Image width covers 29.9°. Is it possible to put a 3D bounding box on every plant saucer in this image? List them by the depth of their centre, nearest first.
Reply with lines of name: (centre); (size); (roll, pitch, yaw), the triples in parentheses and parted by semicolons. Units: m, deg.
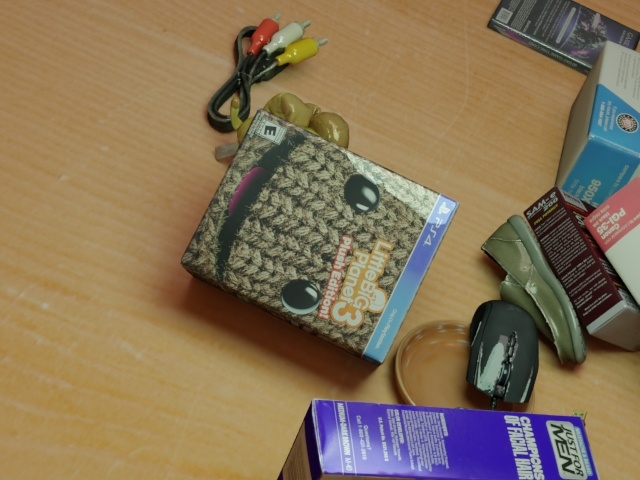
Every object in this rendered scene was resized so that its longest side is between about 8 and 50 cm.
plant saucer: (0.192, 0.195, 1.628); (0.200, 0.037, 0.200); (11, 46, -12)

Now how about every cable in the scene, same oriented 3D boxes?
cable: (-0.114, -0.288, 1.949); (0.139, 0.072, 0.287); (29, 45, 15)

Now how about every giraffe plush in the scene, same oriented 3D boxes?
giraffe plush: (-0.029, -0.140, 1.803); (0.170, 0.181, 0.210); (-10, 17, -41)

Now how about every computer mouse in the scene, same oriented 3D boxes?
computer mouse: (0.280, 0.179, 1.607); (0.184, 0.060, 0.262); (23, 45, 2)

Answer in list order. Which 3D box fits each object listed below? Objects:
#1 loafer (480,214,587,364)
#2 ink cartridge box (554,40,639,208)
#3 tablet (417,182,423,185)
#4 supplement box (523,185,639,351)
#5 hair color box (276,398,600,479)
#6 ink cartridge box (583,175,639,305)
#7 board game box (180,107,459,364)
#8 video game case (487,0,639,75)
loafer: (0.312, 0.082, 1.760); (0.087, 0.094, 0.251); (-28, 58, 7)
ink cartridge box: (0.615, -0.131, 2.005); (0.395, 0.166, 0.285); (22, 45, 1)
tablet: (0.138, -0.064, 1.877); (0.083, 0.006, 0.054); (-14, 55, -30)
supplement box: (0.410, 0.041, 1.797); (0.130, 0.073, 0.239); (21, 35, -44)
hair color box: (0.133, 0.288, 1.412); (0.338, 0.185, 0.110); (5, 47, -16)
ink cartridge box: (0.533, 0.063, 1.736); (0.207, 0.117, 0.283); (18, 38, -51)
board game box: (0.000, 0.000, 1.589); (0.291, 0.141, 0.232); (25, 84, 4)
video game case: (0.475, -0.407, 2.318); (0.274, 0.026, 0.196); (28, 45, 5)
